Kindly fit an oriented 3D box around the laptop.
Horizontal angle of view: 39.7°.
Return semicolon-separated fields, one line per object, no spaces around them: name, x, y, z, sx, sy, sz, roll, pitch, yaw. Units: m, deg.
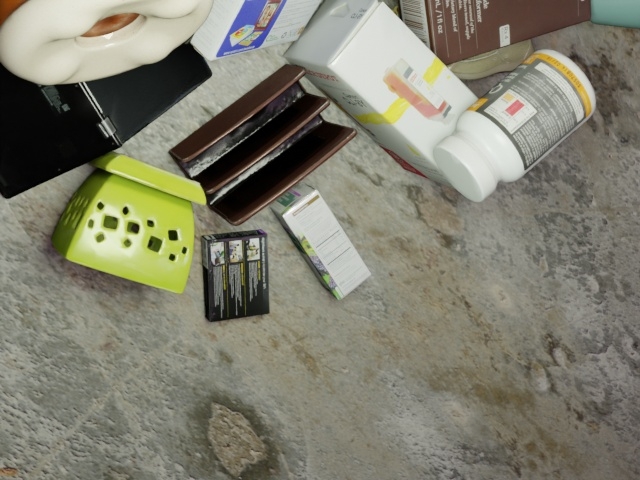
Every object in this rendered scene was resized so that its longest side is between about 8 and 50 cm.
laptop;-0.482;-0.351;1.625;0.408;0.236;0.382;-22;113;15

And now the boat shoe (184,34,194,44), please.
boat shoe;-0.182;-0.447;1.686;0.223;0.080;0.073;-49;115;-12

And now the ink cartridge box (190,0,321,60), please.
ink cartridge box;-0.062;-0.471;1.565;0.072;0.303;0.307;43;124;12

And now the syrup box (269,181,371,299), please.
syrup box;0.000;0.000;1.871;0.096;0.093;0.237;-38;114;-9

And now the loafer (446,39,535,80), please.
loafer;0.348;-0.401;1.910;0.268;0.102;0.092;-16;108;-28

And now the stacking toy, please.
stacking toy;-0.404;-0.518;1.396;0.350;0.350;0.480;-21;85;-16

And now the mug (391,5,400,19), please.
mug;0.161;-0.441;1.841;0.064;0.062;0.078;33;97;-34

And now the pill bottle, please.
pill bottle;0.350;-0.206;1.612;0.278;0.162;0.162;-40;115;-9

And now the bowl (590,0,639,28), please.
bowl;0.625;-0.588;1.892;0.311;0.163;0.311;20;66;-58

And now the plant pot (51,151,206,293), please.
plant pot;-0.349;-0.044;1.651;0.228;0.227;0.207;21;89;-25

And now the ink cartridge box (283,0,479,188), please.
ink cartridge box;0.143;-0.292;1.752;0.385;0.279;0.160;40;89;-25

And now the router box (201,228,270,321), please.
router box;-0.176;0.073;1.845;0.133;0.046;0.179;-6;106;-21

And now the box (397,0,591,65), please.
box;0.350;-0.494;1.781;0.381;0.143;0.191;-22;119;-18

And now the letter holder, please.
letter holder;-0.109;-0.186;1.710;0.302;0.214;0.152;-38;114;-9
